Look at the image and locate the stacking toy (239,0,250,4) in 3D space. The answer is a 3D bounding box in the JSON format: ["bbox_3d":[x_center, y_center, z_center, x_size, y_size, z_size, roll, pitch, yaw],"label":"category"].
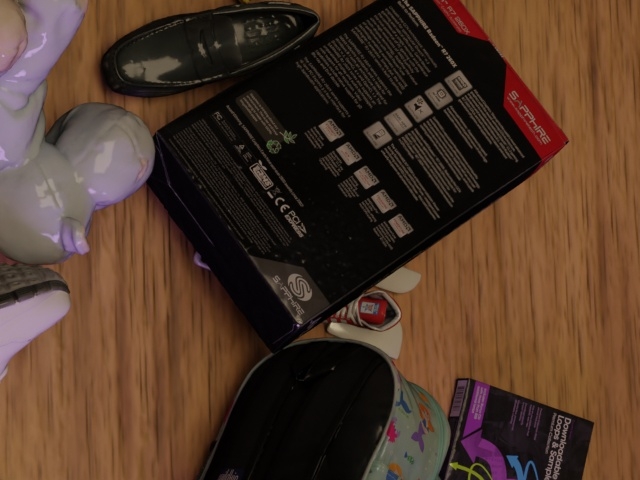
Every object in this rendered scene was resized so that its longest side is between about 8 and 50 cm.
[{"bbox_3d":[-0.066,-0.369,1.855,0.167,0.052,0.221,45,66,-17],"label":"stacking toy"}]

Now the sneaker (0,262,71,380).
[{"bbox_3d":[-0.344,0.123,1.624,0.297,0.111,0.129,-31,115,-4],"label":"sneaker"}]

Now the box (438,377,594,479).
[{"bbox_3d":[0.202,0.220,1.923,0.162,0.029,0.116,20,76,-24],"label":"box"}]

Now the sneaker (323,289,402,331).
[{"bbox_3d":[0.022,0.066,1.820,0.118,0.067,0.042,7,85,-23],"label":"sneaker"}]

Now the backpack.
[{"bbox_3d":[0.004,0.223,1.724,0.191,0.225,0.254,37,63,-41],"label":"backpack"}]

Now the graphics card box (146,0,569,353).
[{"bbox_3d":[0.035,-0.084,1.806,0.371,0.094,0.233,-34,85,-29],"label":"graphics card box"}]

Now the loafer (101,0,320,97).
[{"bbox_3d":[-0.104,-0.191,1.795,0.223,0.078,0.076,-17,91,-26],"label":"loafer"}]

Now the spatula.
[{"bbox_3d":[0.000,0.000,1.861,0.242,0.019,0.168,23,80,-21],"label":"spatula"}]

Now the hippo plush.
[{"bbox_3d":[-0.261,-0.096,1.623,0.294,0.234,0.237,-41,101,-24],"label":"hippo plush"}]
